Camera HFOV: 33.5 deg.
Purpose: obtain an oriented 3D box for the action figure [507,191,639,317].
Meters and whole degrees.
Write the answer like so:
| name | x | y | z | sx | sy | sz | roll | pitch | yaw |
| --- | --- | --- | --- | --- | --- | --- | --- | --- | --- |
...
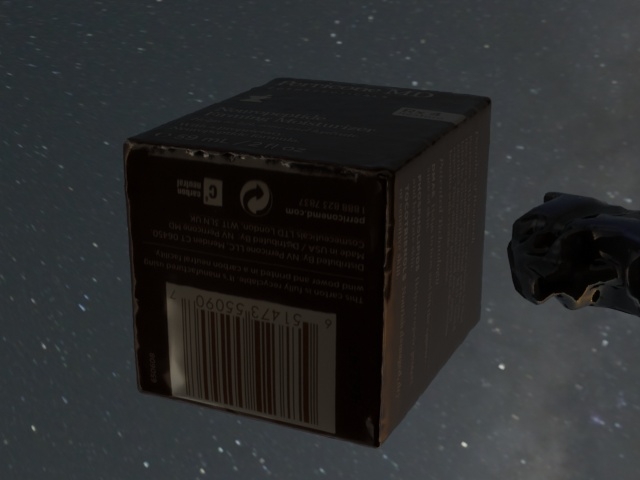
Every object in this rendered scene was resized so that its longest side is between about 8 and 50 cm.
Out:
| name | x | y | z | sx | sy | sz | roll | pitch | yaw |
| --- | --- | --- | --- | --- | --- | --- | --- | --- | --- |
| action figure | 0.136 | 0.101 | 0.242 | 0.330 | 0.341 | 0.178 | -28 | -68 | -16 |

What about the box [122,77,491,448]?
| name | x | y | z | sx | sy | sz | roll | pitch | yaw |
| --- | --- | --- | --- | --- | --- | --- | --- | --- | --- |
| box | 0.000 | 0.000 | 0.680 | 0.203 | 0.168 | 0.167 | -38 | -48 | -59 |
